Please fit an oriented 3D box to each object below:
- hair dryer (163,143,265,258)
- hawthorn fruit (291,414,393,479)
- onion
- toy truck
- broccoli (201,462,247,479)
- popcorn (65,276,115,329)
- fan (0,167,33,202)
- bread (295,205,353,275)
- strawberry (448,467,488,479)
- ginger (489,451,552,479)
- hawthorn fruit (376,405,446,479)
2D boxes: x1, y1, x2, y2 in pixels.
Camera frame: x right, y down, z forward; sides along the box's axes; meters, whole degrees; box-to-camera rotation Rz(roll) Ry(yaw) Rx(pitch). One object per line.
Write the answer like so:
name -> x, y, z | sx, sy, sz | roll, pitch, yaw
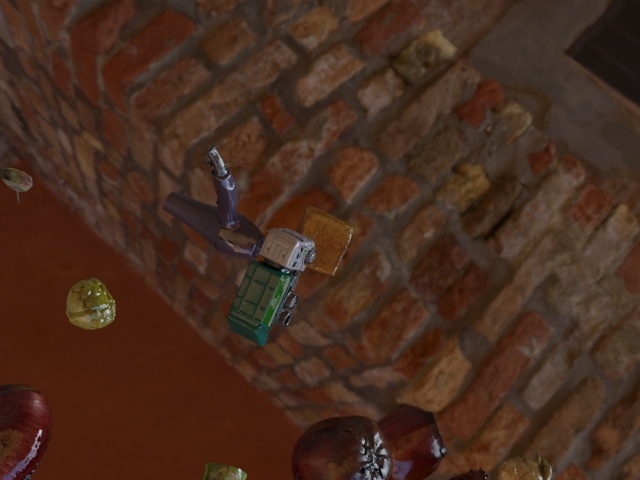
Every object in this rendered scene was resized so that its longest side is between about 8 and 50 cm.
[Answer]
hair dryer -> -0.282, -0.122, 1.949 | 0.121, 0.301, 0.361 | -51, 160, -35
hawthorn fruit -> 0.027, 0.425, 1.438 | 0.181, 0.181, 0.235 | -40, -171, -35
onion -> -0.614, 0.375, 1.399 | 0.248, 0.248, 0.161 | -48, 143, 4
toy truck -> -0.108, 0.098, 1.612 | 0.253, 0.114, 0.124 | -67, 161, 4
broccoli -> -0.198, 0.624, 1.436 | 0.221, 0.252, 0.361 | 28, 83, -44
popcorn -> -0.540, 0.154, 1.757 | 0.106, 0.121, 0.116 | -42, -156, 14
fan -> -0.560, -0.106, 1.370 | 0.080, 0.060, 0.003 | -38, -155, 36
bread -> 0.000, 0.000, 2.004 | 0.149, 0.143, 0.158 | -153, -97, -88
strawberry -> 0.342, 0.701, 1.989 | 0.233, 0.138, 0.306 | -63, 167, -61
ginger -> 0.378, 0.515, 1.484 | 0.115, 0.123, 0.193 | -148, -107, -75
hawthorn fruit -> 0.226, 0.578, 2.083 | 0.250, 0.215, 0.215 | -20, 157, -26
